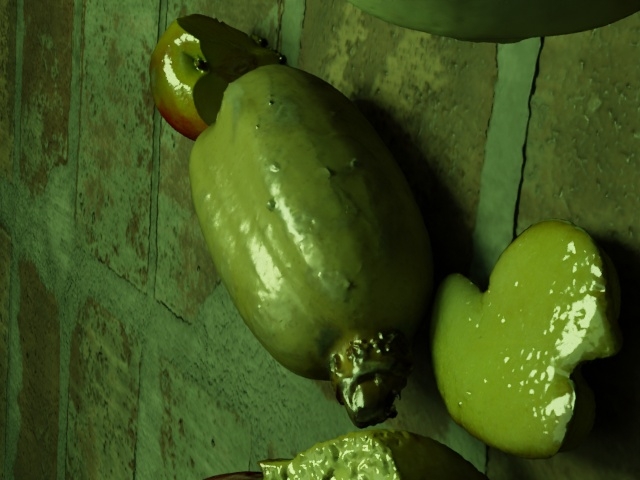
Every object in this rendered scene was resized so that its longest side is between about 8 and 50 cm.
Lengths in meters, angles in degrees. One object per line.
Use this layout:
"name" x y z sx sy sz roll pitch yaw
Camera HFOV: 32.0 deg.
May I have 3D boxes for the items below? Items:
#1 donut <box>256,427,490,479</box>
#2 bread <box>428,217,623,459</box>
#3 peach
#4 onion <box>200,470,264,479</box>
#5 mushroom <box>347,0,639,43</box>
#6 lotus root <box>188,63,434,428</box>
"donut" 0.096 0.240 0.729 0.112 0.151 0.295 -48 56 35
"bread" 0.137 0.058 0.722 0.188 0.065 0.149 25 101 66
"peach" -0.105 -0.154 1.071 0.118 0.151 0.151 -20 73 46
"onion" -0.005 0.281 0.889 0.272 0.195 0.272 37 152 23
"mushroom" 0.082 -0.281 0.566 0.315 0.315 0.356 -61 41 42
"lotus root" 0.000 0.000 0.865 0.169 0.151 0.342 -54 45 29
